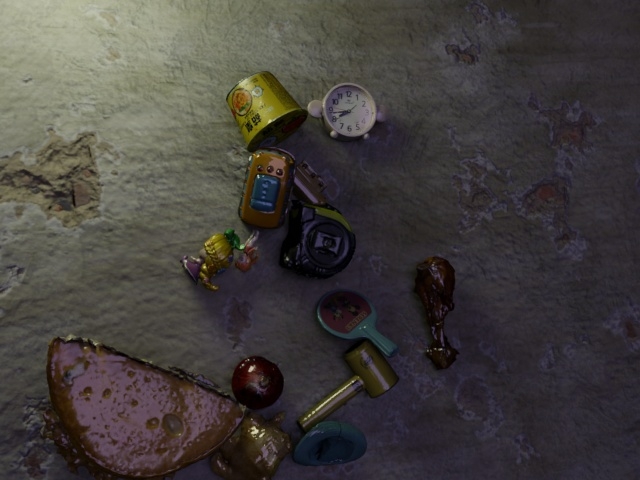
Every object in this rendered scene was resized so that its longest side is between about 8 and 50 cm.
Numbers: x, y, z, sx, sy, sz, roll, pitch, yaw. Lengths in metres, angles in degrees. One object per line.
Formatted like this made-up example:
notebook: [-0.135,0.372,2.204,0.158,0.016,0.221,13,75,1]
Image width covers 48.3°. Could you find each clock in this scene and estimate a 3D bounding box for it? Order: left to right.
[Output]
clock: [0.074,-0.345,1.945,0.229,0.063,0.155,-1,83,-14]

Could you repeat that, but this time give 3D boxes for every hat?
hat: [0.015,0.495,1.761,0.191,0.078,0.138,9,119,-23]

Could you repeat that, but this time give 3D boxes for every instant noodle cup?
instant noodle cup: [-0.145,-0.334,1.824,0.182,0.182,0.144,-30,80,-19]

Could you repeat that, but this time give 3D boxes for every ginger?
ginger: [-0.150,0.497,1.708,0.157,0.102,0.216,35,76,20]

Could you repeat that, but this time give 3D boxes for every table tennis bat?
table tennis bat: [0.098,0.213,1.813,0.244,0.040,0.153,38,54,25]

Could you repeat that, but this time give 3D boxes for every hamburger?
hamburger: [-0.419,0.393,1.556,0.446,0.268,0.287,26,72,-15]

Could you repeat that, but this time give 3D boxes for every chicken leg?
chicken leg: [0.310,0.195,1.914,0.113,0.093,0.304,-3,89,0]

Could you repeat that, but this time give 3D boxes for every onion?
onion: [-0.152,0.345,1.727,0.131,0.131,0.131,3,80,-16]

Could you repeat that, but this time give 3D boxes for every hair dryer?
hair dryer: [0.053,0.377,1.805,0.279,0.090,0.135,-35,92,-13]

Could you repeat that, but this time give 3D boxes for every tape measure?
tape measure: [0.000,0.000,1.824,0.186,0.112,0.199,13,88,-23]

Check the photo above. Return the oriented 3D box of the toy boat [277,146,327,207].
toy boat: [-0.050,-0.165,1.877,0.200,0.057,0.077,47,67,-4]

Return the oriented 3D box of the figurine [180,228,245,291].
figurine: [-0.251,0.051,1.757,0.156,0.095,0.115,-37,81,-15]

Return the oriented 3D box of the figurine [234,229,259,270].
figurine: [-0.178,0.026,1.806,0.047,0.064,0.109,25,83,-33]

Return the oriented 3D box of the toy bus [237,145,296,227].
toy bus: [-0.133,-0.128,1.776,0.126,0.136,0.209,13,98,-3]
